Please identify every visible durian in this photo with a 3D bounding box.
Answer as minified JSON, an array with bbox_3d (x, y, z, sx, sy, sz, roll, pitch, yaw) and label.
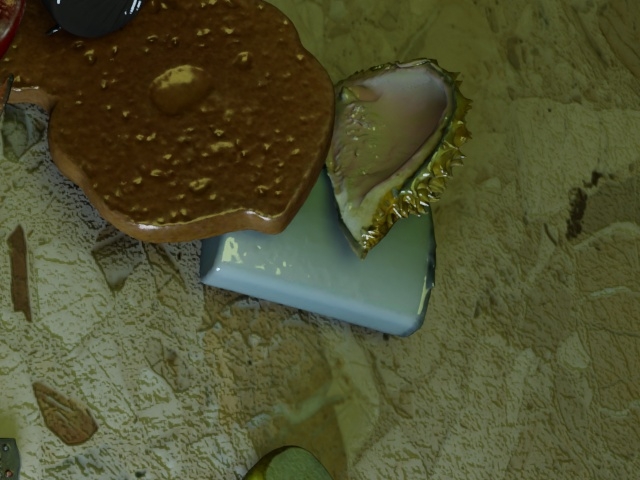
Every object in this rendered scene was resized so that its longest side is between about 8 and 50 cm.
[{"bbox_3d":[0.115,-0.129,2.003,0.185,0.195,0.305,26,35,-20],"label":"durian"}]

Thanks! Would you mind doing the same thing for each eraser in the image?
[{"bbox_3d":[0.000,0.000,2.032,0.290,0.104,0.189,16,67,-20],"label":"eraser"}]

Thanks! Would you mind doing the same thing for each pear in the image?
[{"bbox_3d":[-0.050,0.325,1.933,0.141,0.104,0.141,26,51,-37],"label":"pear"}]

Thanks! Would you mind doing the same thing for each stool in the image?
[{"bbox_3d":[-0.254,-0.332,1.888,0.125,0.217,0.121,38,16,-50],"label":"stool"}]

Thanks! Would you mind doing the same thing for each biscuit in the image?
[{"bbox_3d":[-0.185,-0.187,1.953,0.350,0.078,0.455,-39,78,-17],"label":"biscuit"}]

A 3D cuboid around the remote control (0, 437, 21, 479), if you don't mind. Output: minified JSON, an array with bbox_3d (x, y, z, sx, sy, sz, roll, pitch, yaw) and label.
[{"bbox_3d":[-0.444,0.259,1.807,0.212,0.028,0.059,-2,75,-26],"label":"remote control"}]

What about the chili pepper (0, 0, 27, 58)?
[{"bbox_3d":[-0.408,-0.283,1.886,0.144,0.136,0.253,11,65,-38],"label":"chili pepper"}]

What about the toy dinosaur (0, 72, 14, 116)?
[{"bbox_3d":[-0.429,-0.072,1.862,0.101,0.055,0.279,29,93,21],"label":"toy dinosaur"}]
